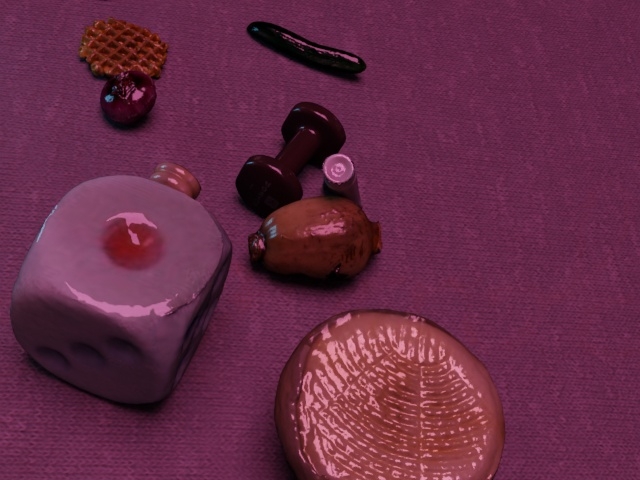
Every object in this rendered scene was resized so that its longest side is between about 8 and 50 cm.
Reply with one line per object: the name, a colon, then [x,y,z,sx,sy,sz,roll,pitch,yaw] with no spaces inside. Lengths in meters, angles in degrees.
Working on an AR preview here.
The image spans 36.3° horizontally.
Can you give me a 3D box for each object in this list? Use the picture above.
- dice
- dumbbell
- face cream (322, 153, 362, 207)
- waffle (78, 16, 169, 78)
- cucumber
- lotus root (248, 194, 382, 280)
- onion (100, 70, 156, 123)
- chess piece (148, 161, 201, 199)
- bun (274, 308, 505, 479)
dice: [-0.308,0.078,1.535,0.268,0.263,0.265,23,51,1]
dumbbell: [-0.055,-0.153,1.861,0.124,0.140,0.225,36,53,1]
face cream: [0.037,-0.107,1.803,0.092,0.244,0.058,31,84,8]
waffle: [-0.408,-0.393,2.015,0.191,0.038,0.191,8,52,-10]
cucumber: [-0.034,-0.419,2.128,0.284,0.056,0.056,21,50,8]
lotus root: [0.000,0.000,1.756,0.256,0.140,0.154,-8,66,-12]
onion: [-0.376,-0.284,1.899,0.115,0.104,0.115,-3,52,4]
chess piece: [-0.295,-0.055,1.754,0.094,0.094,0.170,26,54,6]
bun: [0.094,0.290,1.518,0.364,0.202,0.364,9,56,-14]
